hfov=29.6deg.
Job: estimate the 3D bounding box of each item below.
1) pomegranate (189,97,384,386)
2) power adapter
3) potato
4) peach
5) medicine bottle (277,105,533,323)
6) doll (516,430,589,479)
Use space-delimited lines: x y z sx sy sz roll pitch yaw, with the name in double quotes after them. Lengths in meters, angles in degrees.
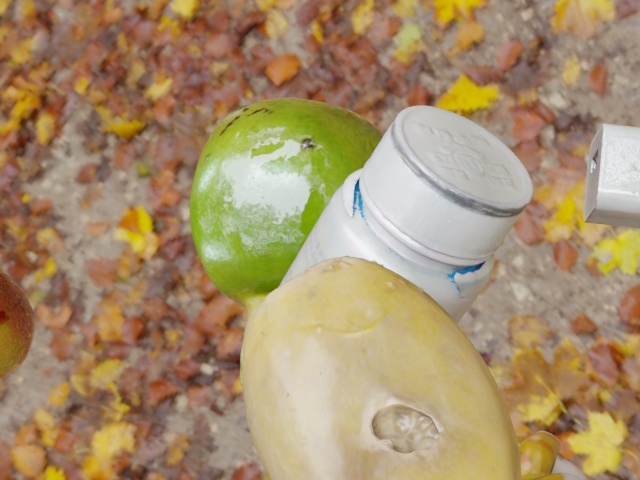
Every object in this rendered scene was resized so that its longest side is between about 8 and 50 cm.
0.000 0.000 1.425 0.216 0.310 0.358 -9 63 24 "pomegranate"
0.475 -0.080 1.663 0.205 0.130 0.125 7 78 3 "power adapter"
0.040 0.116 0.776 0.150 0.146 0.233 -30 58 13 "potato"
-0.482 0.117 1.655 0.197 0.197 0.197 -12 62 24 "peach"
0.053 0.027 0.981 0.143 0.143 0.258 59 133 35 "medicine bottle"
0.237 0.303 1.300 0.162 0.167 0.269 -48 15 8 "doll"
